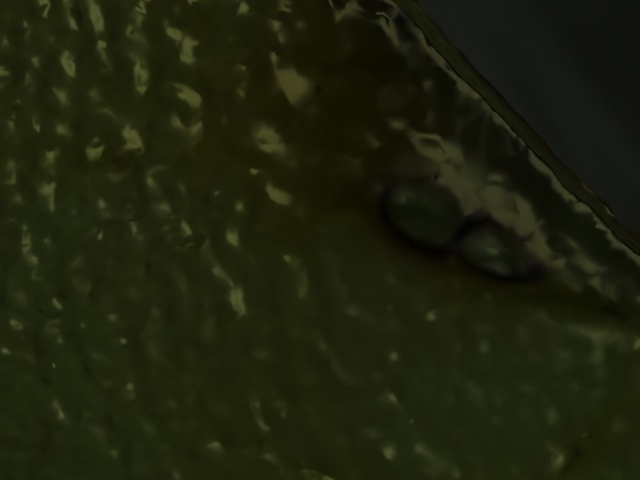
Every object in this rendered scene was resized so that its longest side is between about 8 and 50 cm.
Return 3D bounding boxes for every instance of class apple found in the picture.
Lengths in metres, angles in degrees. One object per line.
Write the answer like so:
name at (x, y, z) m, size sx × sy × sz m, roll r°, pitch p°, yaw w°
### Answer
apple at (0.000, 0.000, 0.530) m, size 0.346 × 0.179 × 0.254 m, roll 46°, pitch 47°, yaw -4°
